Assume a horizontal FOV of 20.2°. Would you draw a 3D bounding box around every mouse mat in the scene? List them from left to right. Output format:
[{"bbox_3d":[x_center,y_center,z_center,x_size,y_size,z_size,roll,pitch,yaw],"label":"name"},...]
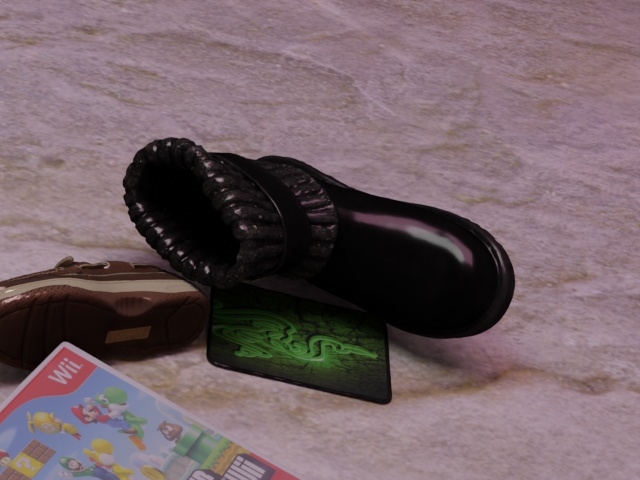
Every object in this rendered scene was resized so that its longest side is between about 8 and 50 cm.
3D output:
[{"bbox_3d":[-0.020,0.099,1.797,0.189,0.007,0.153,13,31,-9],"label":"mouse mat"}]

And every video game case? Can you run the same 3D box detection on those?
[{"bbox_3d":[-0.143,0.206,1.511,0.285,0.025,0.204,29,32,7],"label":"video game case"}]

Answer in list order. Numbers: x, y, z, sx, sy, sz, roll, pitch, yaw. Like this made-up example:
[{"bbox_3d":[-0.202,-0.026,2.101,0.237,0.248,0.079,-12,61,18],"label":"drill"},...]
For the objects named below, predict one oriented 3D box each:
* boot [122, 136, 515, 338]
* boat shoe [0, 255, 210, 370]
[{"bbox_3d":[-0.002,0.004,1.769,0.348,0.131,0.260,20,6,24],"label":"boot"},{"bbox_3d":[-0.228,0.061,1.666,0.257,0.095,0.095,4,29,-46],"label":"boat shoe"}]
